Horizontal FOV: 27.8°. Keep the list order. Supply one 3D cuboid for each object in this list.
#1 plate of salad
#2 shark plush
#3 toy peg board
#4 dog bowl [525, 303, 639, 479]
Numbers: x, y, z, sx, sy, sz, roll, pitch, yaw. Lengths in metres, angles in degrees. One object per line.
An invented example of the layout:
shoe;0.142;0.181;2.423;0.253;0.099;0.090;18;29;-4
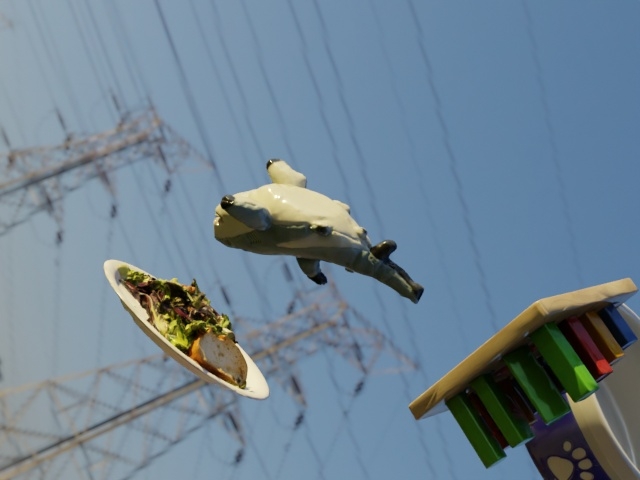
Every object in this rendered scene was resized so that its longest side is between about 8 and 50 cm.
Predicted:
plate of salad;-0.119;0.076;1.218;0.200;0.048;0.200;39;6;-5
shark plush;0.000;0.000;0.909;0.161;0.073;0.067;17;-55;8
toy peg board;0.188;0.116;1.079;0.161;0.161;0.079;-44;-112;34
dog bowl;0.338;0.201;1.533;0.104;0.265;0.265;-30;-98;32
